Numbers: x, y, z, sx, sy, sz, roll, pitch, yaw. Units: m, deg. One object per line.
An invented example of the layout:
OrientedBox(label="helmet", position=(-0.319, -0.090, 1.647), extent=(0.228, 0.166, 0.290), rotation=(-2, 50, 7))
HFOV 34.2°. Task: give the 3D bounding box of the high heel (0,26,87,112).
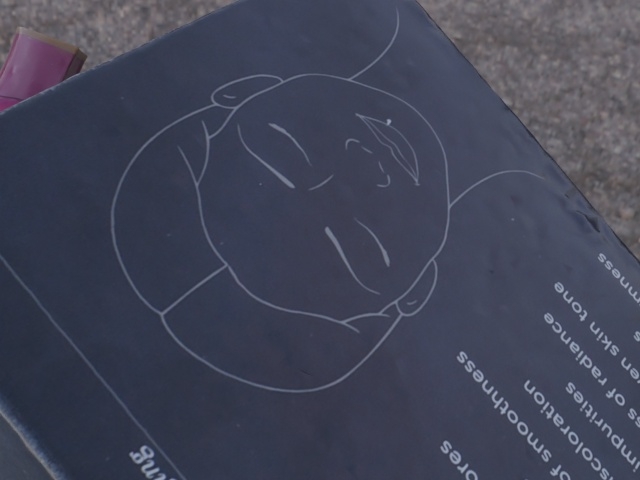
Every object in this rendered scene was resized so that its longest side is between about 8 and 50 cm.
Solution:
OrientedBox(label="high heel", position=(-0.189, -0.080, 1.113), extent=(0.377, 0.127, 0.181), rotation=(22, 90, 7))

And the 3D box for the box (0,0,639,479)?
OrientedBox(label="box", position=(-0.022, 0.111, 0.736), extent=(0.480, 0.297, 0.471), rotation=(50, 46, 3))
